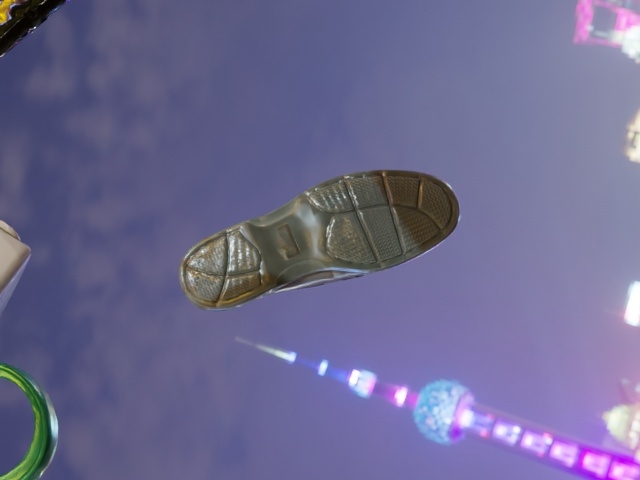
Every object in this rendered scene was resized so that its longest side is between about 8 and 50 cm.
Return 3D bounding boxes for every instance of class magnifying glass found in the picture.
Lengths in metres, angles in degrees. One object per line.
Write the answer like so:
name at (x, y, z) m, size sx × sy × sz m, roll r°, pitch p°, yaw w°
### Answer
magnifying glass at (-0.284, 0.096, 0.864) m, size 0.092 × 0.231 × 0.026 m, roll -52°, pitch -16°, yaw 1°

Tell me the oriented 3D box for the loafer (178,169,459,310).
loafer at (0.000, 0.000, 1.112) m, size 0.084 × 0.268 × 0.096 m, roll 41°, pitch -147°, yaw -79°

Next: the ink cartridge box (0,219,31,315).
ink cartridge box at (-0.323, 0.065, 0.647) m, size 0.117 × 0.201 × 0.278 m, roll -53°, pitch 7°, yaw 41°

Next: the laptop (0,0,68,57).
laptop at (-0.140, -0.262, 0.696) m, size 0.264 × 0.234 × 0.136 m, roll -35°, pitch -7°, yaw 15°
